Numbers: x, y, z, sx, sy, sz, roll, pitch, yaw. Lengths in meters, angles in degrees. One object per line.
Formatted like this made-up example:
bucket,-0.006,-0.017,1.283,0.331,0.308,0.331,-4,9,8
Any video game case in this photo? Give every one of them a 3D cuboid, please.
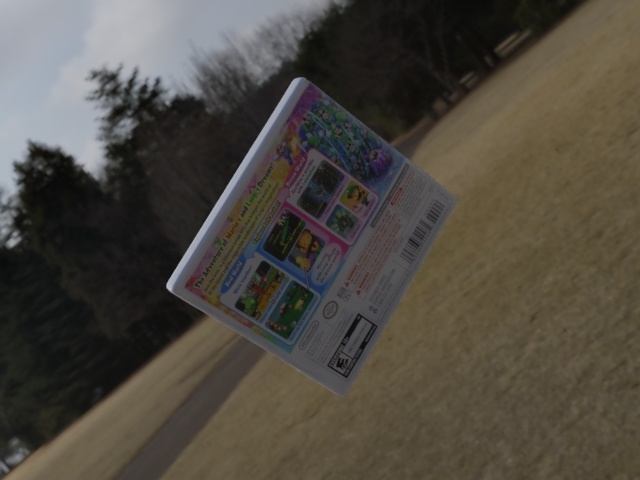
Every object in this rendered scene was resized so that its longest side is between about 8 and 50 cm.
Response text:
video game case,0.000,0.000,0.618,0.157,0.143,0.019,-59,25,-9
